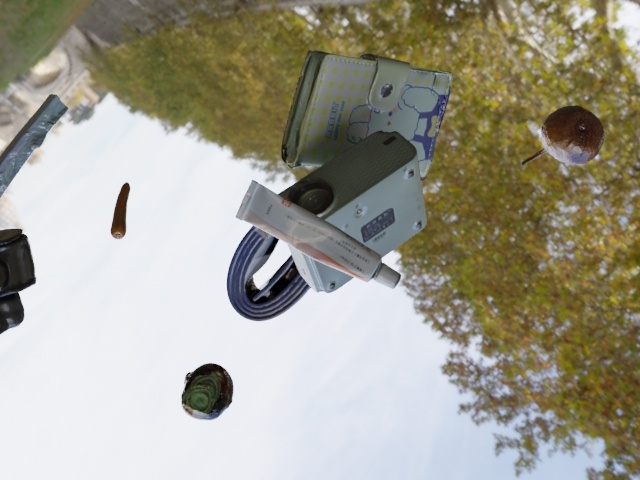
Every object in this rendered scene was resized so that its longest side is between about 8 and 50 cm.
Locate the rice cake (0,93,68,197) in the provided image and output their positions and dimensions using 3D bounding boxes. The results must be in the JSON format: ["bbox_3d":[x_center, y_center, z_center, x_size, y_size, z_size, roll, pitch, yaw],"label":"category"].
[{"bbox_3d":[-0.399,-0.118,0.975,0.042,0.030,0.180,19,-108,47],"label":"rice cake"}]

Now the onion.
[{"bbox_3d":[-0.232,0.308,1.497,0.117,0.118,0.118,-48,-157,-9],"label":"onion"}]

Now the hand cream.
[{"bbox_3d":[-0.001,0.001,0.901,0.052,0.216,0.038,-60,180,2],"label":"hand cream"}]

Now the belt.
[{"bbox_3d":[-0.098,0.039,1.841,0.347,0.212,0.117,-53,-177,16],"label":"belt"}]

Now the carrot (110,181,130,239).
[{"bbox_3d":[-0.486,-0.079,1.788,0.037,0.037,0.190,-34,-138,29],"label":"carrot"}]

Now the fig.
[{"bbox_3d":[0.583,-0.232,1.779,0.134,0.146,0.201,-44,176,-27],"label":"fig"}]

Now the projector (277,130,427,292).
[{"bbox_3d":[0.059,-0.046,1.253,0.250,0.198,0.108,-33,-126,-11],"label":"projector"}]

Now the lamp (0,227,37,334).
[{"bbox_3d":[-0.457,0.068,0.619,0.374,0.205,0.272,-9,-165,-6],"label":"lamp"}]

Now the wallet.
[{"bbox_3d":[0.092,-0.223,1.332,0.077,0.309,0.223,38,-60,50],"label":"wallet"}]
